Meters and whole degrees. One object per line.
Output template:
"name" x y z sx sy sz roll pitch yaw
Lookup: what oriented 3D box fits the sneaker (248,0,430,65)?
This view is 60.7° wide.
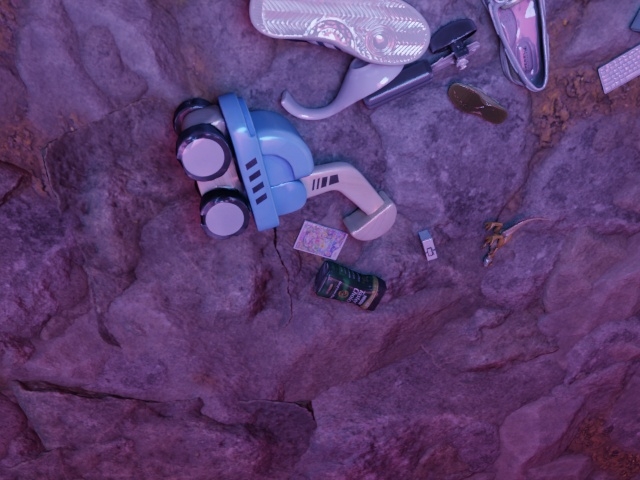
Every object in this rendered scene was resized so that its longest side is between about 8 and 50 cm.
"sneaker" 0.039 -0.436 1.069 0.350 0.148 0.131 11 116 -9

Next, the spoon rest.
"spoon rest" 0.054 -0.331 1.177 0.277 0.137 0.084 -17 130 21

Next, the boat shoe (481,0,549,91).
"boat shoe" 0.412 -0.466 1.131 0.118 0.103 0.320 -19 122 6

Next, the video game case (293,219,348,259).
"video game case" 0.000 0.000 1.433 0.122 0.011 0.087 16 118 -15

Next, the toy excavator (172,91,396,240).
"toy excavator" -0.062 -0.145 1.239 0.446 0.222 0.432 -17 124 -5

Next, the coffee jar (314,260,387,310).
"coffee jar" 0.083 0.126 1.480 0.185 0.079 0.096 18 118 -17

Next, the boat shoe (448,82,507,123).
"boat shoe" 0.360 -0.321 1.257 0.153 0.048 0.056 21 130 -10

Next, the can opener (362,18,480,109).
"can opener" 0.215 -0.378 1.197 0.280 0.074 0.093 -27 86 9

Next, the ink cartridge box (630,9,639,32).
"ink cartridge box" 0.767 -0.509 1.148 0.128 0.072 0.175 13 115 -10

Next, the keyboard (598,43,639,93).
"keyboard" 0.760 -0.431 1.242 0.256 0.014 0.072 -30 120 13

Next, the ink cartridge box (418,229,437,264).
"ink cartridge box" 0.286 0.019 1.452 0.028 0.048 0.083 -18 123 6

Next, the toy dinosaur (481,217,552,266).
"toy dinosaur" 0.492 -0.018 1.454 0.112 0.064 0.211 15 130 -35
